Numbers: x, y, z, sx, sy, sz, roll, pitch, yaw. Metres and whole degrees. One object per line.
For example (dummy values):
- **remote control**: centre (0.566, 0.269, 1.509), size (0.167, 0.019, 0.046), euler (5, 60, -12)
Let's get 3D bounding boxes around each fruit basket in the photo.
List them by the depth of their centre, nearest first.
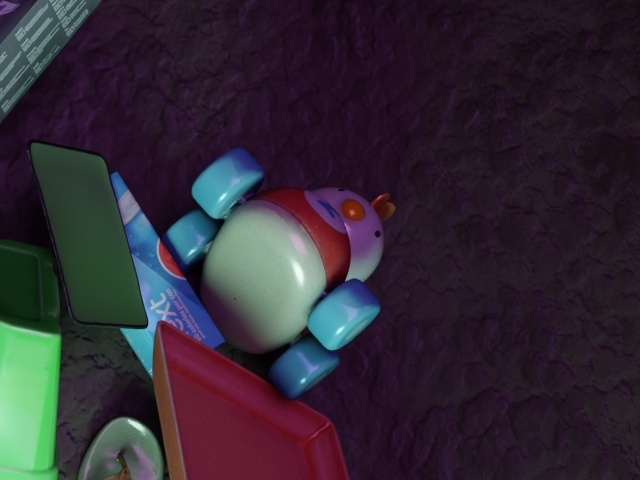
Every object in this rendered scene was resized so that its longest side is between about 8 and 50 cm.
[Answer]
- **fruit basket**: centre (-0.429, 0.176, 1.792), size (0.392, 0.283, 0.392), euler (-4, 119, -8)

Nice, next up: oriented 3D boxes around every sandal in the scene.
- **sandal**: centre (-0.217, 0.277, 1.910), size (0.090, 0.060, 0.219), euler (31, 68, -11)

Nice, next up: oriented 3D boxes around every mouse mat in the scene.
- **mouse mat**: centre (-0.226, -0.004, 1.877), size (0.007, 0.153, 0.189), euler (-21, 78, 21)

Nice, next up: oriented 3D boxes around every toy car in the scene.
- **toy car**: centre (0.000, 0.000, 1.999), size (0.238, 0.210, 0.219), euler (-33, 76, -38)

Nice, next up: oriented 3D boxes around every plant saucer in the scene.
- **plant saucer**: centre (-0.065, 0.229, 1.889), size (0.258, 0.048, 0.259), euler (34, 26, -34)

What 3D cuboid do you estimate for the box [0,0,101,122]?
- **box**: centre (-0.399, -0.188, 1.883), size (0.242, 0.076, 0.307), euler (23, 63, 29)

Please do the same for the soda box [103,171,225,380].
- **soda box**: centre (-0.189, 0.039, 1.979), size (0.071, 0.067, 0.210), euler (-32, 90, -24)
